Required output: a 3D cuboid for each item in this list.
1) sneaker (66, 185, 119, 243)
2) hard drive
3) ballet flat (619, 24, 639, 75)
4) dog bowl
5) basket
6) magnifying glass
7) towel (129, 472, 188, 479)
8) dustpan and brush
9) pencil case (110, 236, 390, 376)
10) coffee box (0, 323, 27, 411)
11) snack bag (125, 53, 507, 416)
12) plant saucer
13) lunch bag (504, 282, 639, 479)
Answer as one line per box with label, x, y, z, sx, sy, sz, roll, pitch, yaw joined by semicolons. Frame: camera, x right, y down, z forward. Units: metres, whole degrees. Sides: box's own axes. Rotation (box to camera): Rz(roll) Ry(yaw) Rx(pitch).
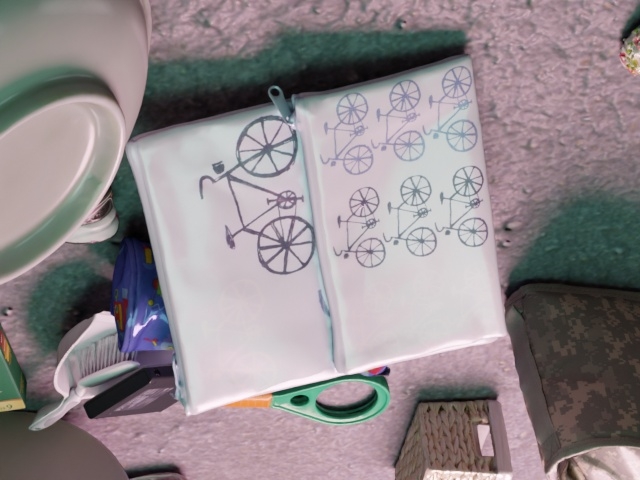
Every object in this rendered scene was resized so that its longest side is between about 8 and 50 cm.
sneaker;-0.284;-0.041;1.694;0.178;0.072;0.077;-7;128;-13
hard drive;-0.182;0.162;1.920;0.094;0.022;0.135;-33;163;24
ballet flat;0.389;-0.197;1.609;0.241;0.077;0.091;-25;138;19
dog bowl;-0.337;0.319;1.939;0.265;0.265;0.104;3;136;-13
basket;0.154;0.277;2.093;0.103;0.113;0.167;3;138;-10
magnifying glass;-0.034;0.177;2.014;0.231;0.026;0.092;0;139;-13
towel;-0.300;0.413;2.218;0.317;0.053;0.332;-6;139;-1
dustpan and brush;-0.249;0.147;1.900;0.211;0.060;0.147;-27;153;36
pencil case;-0.066;0.068;1.808;0.306;0.119;0.133;7;162;-18
coffee box;-0.387;0.122;1.872;0.113;0.040;0.184;-9;139;0
snack bag;0.000;0.000;1.691;0.343;0.037;0.323;-13;119;-7
plant saucer;-0.272;-0.066;1.462;0.400;0.100;0.400;-39;157;-20
lunch bag;0.328;0.181;1.915;0.287;0.235;0.169;15;134;-25
